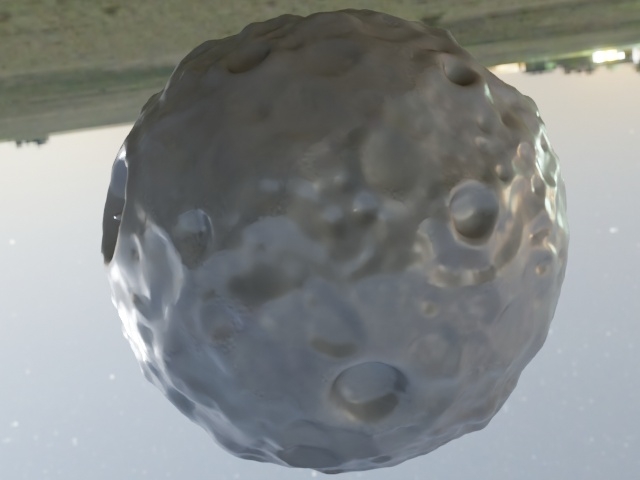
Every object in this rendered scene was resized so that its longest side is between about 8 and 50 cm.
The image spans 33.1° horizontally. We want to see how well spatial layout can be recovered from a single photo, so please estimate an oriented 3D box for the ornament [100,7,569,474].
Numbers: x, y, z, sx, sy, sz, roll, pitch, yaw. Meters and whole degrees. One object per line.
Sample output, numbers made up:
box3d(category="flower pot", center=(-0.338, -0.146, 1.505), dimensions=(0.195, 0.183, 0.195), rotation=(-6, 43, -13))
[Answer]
box3d(category="ornament", center=(0.000, 0.000, 0.776), dimensions=(0.337, 0.337, 0.337), rotation=(-7, -172, 1))
